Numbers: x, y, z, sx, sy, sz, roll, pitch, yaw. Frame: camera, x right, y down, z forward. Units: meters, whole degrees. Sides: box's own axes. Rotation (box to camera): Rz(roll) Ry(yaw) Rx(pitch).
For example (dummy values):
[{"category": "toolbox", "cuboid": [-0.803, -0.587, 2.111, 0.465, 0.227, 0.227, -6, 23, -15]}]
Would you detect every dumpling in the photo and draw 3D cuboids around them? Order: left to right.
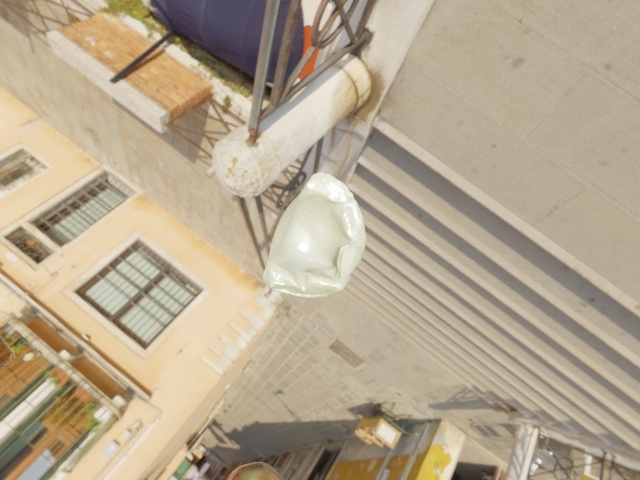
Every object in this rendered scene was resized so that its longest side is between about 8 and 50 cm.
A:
[{"category": "dumpling", "cuboid": [0.000, 0.000, 0.805, 0.179, 0.252, 0.131, 22, 177, 1]}]

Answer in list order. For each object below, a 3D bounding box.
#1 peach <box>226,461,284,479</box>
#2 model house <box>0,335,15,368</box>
[{"category": "peach", "cuboid": [-0.121, 0.470, 0.678, 0.152, 0.152, 0.152, 26, 145, 21]}, {"category": "model house", "cuboid": [-0.508, 0.097, 0.477, 0.237, 0.202, 0.238, -15, 104, 48]}]
